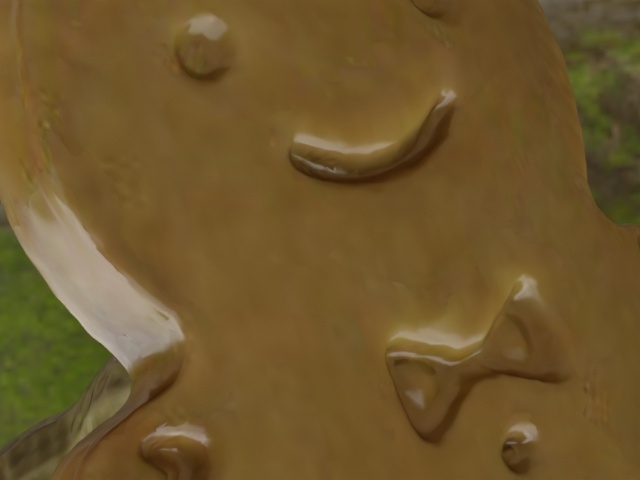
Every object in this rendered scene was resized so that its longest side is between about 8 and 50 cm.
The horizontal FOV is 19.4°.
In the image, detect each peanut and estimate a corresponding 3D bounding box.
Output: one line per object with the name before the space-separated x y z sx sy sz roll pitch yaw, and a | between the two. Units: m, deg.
peanut | -0.136 0.156 1.220 0.136 0.120 0.298 22 133 -37

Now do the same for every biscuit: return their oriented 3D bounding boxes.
biscuit | 0.026 0.023 0.570 0.275 0.355 0.052 -15 173 -40
